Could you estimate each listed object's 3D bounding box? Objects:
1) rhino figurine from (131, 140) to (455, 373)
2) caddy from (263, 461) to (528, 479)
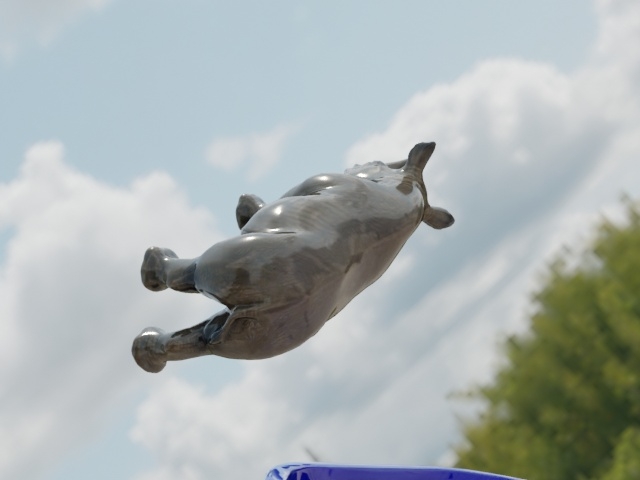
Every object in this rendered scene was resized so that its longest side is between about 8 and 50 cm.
[{"bbox_3d":[0.000,0.000,1.110,0.106,0.073,0.243,-8,17,37],"label":"rhino figurine"},{"bbox_3d":[0.091,0.202,0.800,0.341,0.241,0.179,12,-89,-59],"label":"caddy"}]
